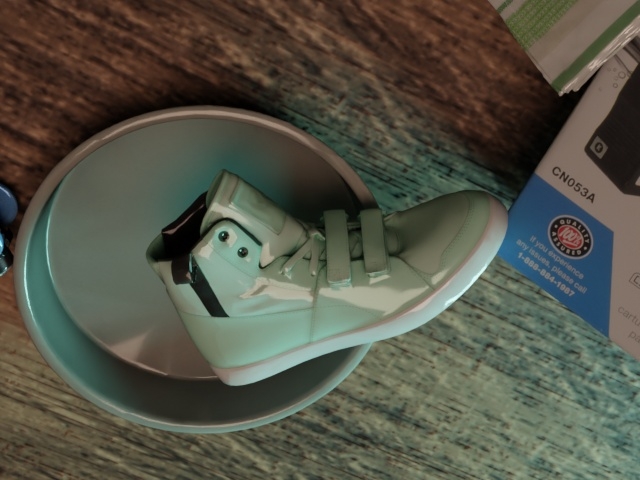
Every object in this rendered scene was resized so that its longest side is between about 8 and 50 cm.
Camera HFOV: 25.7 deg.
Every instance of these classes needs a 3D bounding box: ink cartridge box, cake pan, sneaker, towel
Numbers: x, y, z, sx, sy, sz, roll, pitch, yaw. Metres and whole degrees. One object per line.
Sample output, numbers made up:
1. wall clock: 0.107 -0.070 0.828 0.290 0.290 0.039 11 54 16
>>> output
1. ink cartridge box: 0.300 -0.062 0.989 0.223 0.129 0.307 39 115 19
2. cake pan: -0.091 0.020 1.102 0.293 0.054 0.293 -2 119 -3
3. sneaker: 0.000 0.000 1.010 0.256 0.094 0.151 -26 124 12
4. towel: 0.166 -0.191 0.968 0.113 0.023 0.152 -43 69 25

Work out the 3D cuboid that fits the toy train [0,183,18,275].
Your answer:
1. toy train: -0.303 -0.039 1.041 0.105 0.080 0.184 -21 119 14
